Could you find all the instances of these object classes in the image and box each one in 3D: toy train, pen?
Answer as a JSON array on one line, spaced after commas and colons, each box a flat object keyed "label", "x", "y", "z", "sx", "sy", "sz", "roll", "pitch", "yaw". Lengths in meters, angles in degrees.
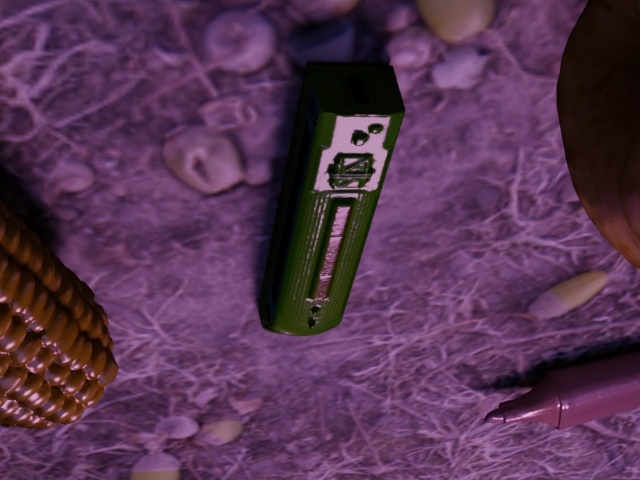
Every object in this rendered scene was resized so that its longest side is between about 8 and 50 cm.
[{"label": "toy train", "x": 0.000, "y": 0.000, "z": 0.543, "sx": 0.044, "sy": 0.042, "sz": 0.209, "roll": -1, "pitch": 138, "yaw": -13}, {"label": "pen", "x": 0.214, "y": 0.105, "z": 0.735, "sx": 0.197, "sy": 0.032, "sz": 0.053, "roll": -14, "pitch": 141, "yaw": -4}]

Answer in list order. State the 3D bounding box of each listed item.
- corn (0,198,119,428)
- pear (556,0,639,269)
[{"label": "corn", "x": -0.204, "y": -0.009, "z": 0.428, "sx": 0.115, "sy": 0.115, "sz": 0.318, "roll": -28, "pitch": 138, "yaw": 17}, {"label": "pear", "x": 0.228, "y": -0.071, "z": 0.389, "sx": 0.271, "sy": 0.271, "sz": 0.271, "roll": -8, "pitch": 140, "yaw": -7}]
